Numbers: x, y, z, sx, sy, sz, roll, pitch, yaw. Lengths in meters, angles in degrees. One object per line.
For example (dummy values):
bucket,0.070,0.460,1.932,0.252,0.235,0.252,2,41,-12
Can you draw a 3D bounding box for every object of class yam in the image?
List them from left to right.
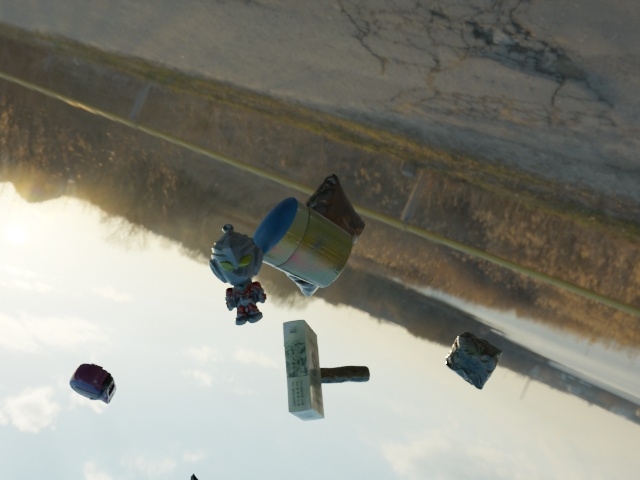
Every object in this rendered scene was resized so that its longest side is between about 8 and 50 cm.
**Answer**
yam,0.037,0.428,1.853,0.274,0.061,0.061,6,-172,-33

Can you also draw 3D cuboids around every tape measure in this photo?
tape measure,-0.635,0.398,1.630,0.118,0.074,0.125,21,138,-2

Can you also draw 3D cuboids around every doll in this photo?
doll,-0.137,0.054,0.987,0.094,0.180,0.079,-14,167,-3

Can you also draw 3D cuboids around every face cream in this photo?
face cream,-0.032,0.008,1.202,0.067,0.139,0.285,27,179,32

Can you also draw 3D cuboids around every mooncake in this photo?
mooncake,0.414,0.327,1.598,0.130,0.125,0.073,31,-166,23

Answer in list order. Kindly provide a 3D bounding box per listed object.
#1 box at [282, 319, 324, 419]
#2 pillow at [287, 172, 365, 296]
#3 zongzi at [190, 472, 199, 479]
box,-0.049,0.374,1.677,0.069,0.256,0.164,-11,152,9
pillow,0.000,0.000,1.710,0.108,0.307,0.305,32,168,33
zongzi,-0.195,0.705,1.255,0.384,0.361,0.319,12,156,-15
